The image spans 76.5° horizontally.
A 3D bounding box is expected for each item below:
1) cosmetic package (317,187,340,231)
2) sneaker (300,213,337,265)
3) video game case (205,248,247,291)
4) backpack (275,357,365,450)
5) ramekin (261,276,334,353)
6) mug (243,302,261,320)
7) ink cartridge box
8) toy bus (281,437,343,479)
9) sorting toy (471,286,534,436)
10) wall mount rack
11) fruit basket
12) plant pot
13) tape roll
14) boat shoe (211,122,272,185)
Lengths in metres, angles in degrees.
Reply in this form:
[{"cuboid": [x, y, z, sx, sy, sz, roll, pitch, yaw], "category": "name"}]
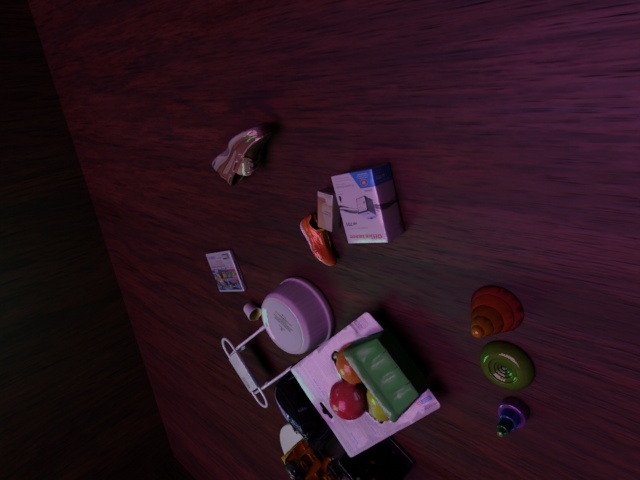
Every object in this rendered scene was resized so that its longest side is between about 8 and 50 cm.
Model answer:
[{"cuboid": [0.025, -0.090, 1.188, 0.060, 0.041, 0.115, 21, 123, 37], "category": "cosmetic package"}, {"cuboid": [0.000, 0.000, 1.245, 0.067, 0.064, 0.175, -35, 87, 38], "category": "sneaker"}, {"cuboid": [-0.407, 0.133, 1.749, 0.201, 0.023, 0.183, -8, 104, 46], "category": "video game case"}, {"cuboid": [-0.018, 0.556, 1.421, 0.263, 0.276, 0.213, 34, 144, 33], "category": "backpack"}, {"cuboid": [-0.092, 0.272, 1.425, 0.273, 0.127, 0.273, 23, 125, 36], "category": "ramekin"}, {"cuboid": [-0.288, 0.297, 1.686, 0.064, 0.062, 0.078, 34, 125, 39], "category": "mug"}, {"cuboid": [0.123, -0.093, 1.059, 0.139, 0.082, 0.191, -2, 107, 46], "category": "ink cartridge box"}, {"cuboid": [-0.040, 0.842, 1.487, 0.220, 0.149, 0.211, 51, 151, 10], "category": "toy bus"}, {"cuboid": [0.407, 0.297, 0.942, 0.127, 0.126, 0.365, -3, 107, 45], "category": "sorting toy"}, {"cuboid": [-0.271, 0.524, 1.742, 0.350, 0.130, 0.304, 54, 141, 10], "category": "wall mount rack"}, {"cuboid": [0.120, 0.431, 1.211, 0.353, 0.165, 0.327, -44, 77, 30], "category": "fruit basket"}, {"cuboid": [0.173, 0.774, 1.390, 0.187, 0.188, 0.167, 43, 149, 21], "category": "plant pot"}, {"cuboid": [-0.010, 0.890, 1.633, 0.392, 0.072, 0.392, 23, 126, 35], "category": "tape roll"}, {"cuboid": [-0.237, -0.272, 1.313, 0.324, 0.123, 0.116, -23, 100, 55], "category": "boat shoe"}]
